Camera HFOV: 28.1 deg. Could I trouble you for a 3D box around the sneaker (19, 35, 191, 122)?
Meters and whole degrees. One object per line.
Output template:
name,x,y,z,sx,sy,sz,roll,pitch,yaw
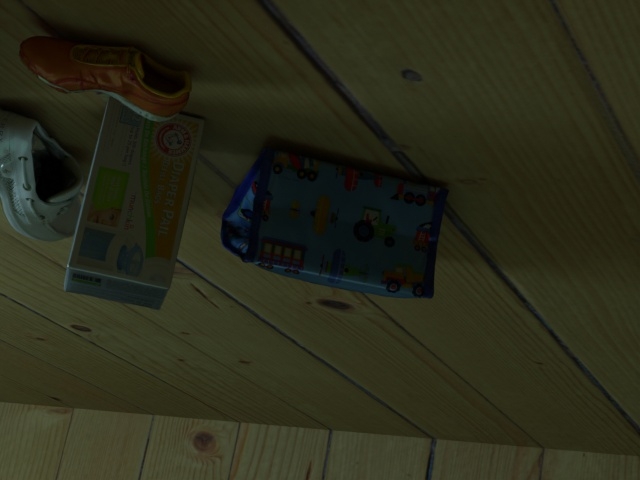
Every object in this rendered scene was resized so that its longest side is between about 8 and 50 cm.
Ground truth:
sneaker,-0.212,-0.175,1.280,0.175,0.064,0.067,13,141,-22

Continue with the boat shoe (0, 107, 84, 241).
boat shoe,-0.336,-0.068,1.566,0.096,0.098,0.277,7,159,14

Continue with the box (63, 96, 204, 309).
box,-0.205,-0.040,1.415,0.114,0.203,0.103,12,162,-10

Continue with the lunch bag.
lunch bag,0.000,0.000,1.565,0.221,0.138,0.293,12,170,-12
